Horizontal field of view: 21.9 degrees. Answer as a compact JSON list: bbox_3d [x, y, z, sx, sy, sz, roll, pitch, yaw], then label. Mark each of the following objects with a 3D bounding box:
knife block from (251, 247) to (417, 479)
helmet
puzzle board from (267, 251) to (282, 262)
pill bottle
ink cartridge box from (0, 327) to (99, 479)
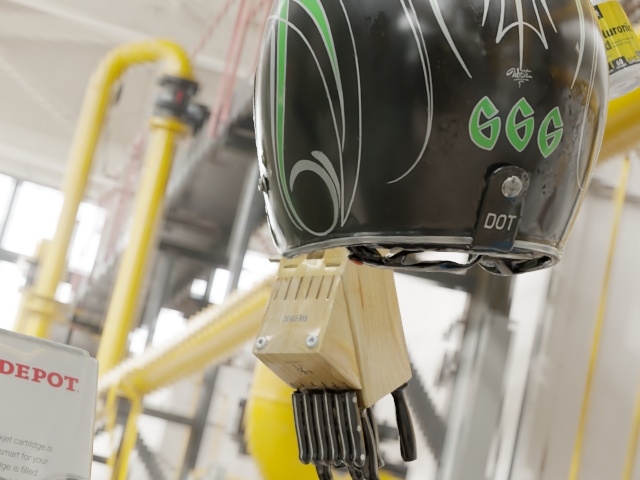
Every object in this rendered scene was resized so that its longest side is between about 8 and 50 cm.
[{"bbox_3d":[0.040,0.116,1.769,0.088,0.275,0.242,-3,-32,34],"label":"knife block"},{"bbox_3d":[0.048,-0.070,0.741,0.169,0.161,0.169,2,-7,0],"label":"helmet"},{"bbox_3d":[0.000,0.000,1.941,0.011,0.096,0.128,60,-20,-12],"label":"puzzle board"},{"bbox_3d":[0.264,-0.196,1.582,0.065,0.116,0.065,-23,-14,-6],"label":"pill bottle"},{"bbox_3d":[-0.324,0.233,1.426,0.223,0.307,0.129,19,-28,-36],"label":"ink cartridge box"}]
